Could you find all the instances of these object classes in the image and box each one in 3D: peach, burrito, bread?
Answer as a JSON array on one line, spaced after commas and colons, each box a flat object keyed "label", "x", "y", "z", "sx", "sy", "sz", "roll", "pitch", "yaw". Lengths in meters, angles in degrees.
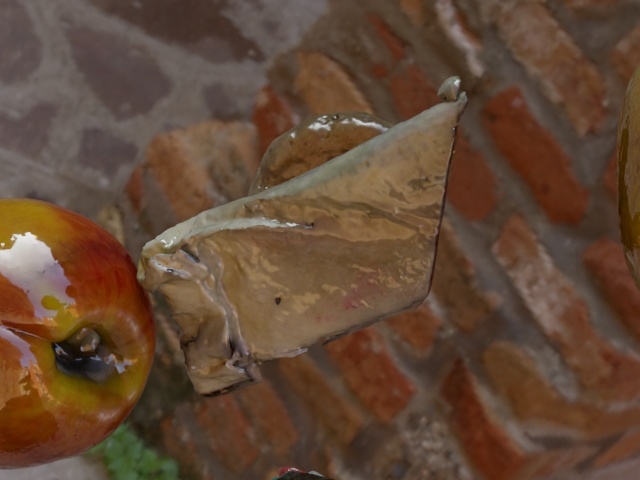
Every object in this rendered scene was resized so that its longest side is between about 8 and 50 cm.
[{"label": "peach", "x": -0.285, "y": 0.079, "z": 1.252, "sx": 0.281, "sy": 0.281, "sz": 0.238, "roll": 24, "pitch": 77, "yaw": -10}, {"label": "burrito", "x": 0.008, "y": 0.008, "z": 1.184, "sx": 0.175, "sy": 0.348, "sz": 0.107, "roll": 51, "pitch": 19, "yaw": -31}, {"label": "bread", "x": 0.033, "y": -0.036, "z": 1.596, "sx": 0.230, "sy": 0.230, "sz": 0.123, "roll": 48, "pitch": 8, "yaw": 18}]

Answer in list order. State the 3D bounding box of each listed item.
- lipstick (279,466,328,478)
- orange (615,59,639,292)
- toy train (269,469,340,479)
[{"label": "lipstick", "x": 0.025, "y": 0.331, "z": 1.754, "sx": 0.186, "sy": 0.063, "sz": 0.057, "roll": 25, "pitch": 2, "yaw": 27}, {"label": "orange", "x": 0.294, "y": -0.031, "z": 0.797, "sx": 0.279, "sy": 0.235, "sz": 0.279, "roll": 15, "pitch": 61, "yaw": -30}, {"label": "toy train", "x": -0.007, "y": 0.355, "z": 1.638, "sx": 0.198, "sy": 0.154, "sz": 0.107, "roll": 4, "pitch": 18, "yaw": 35}]
